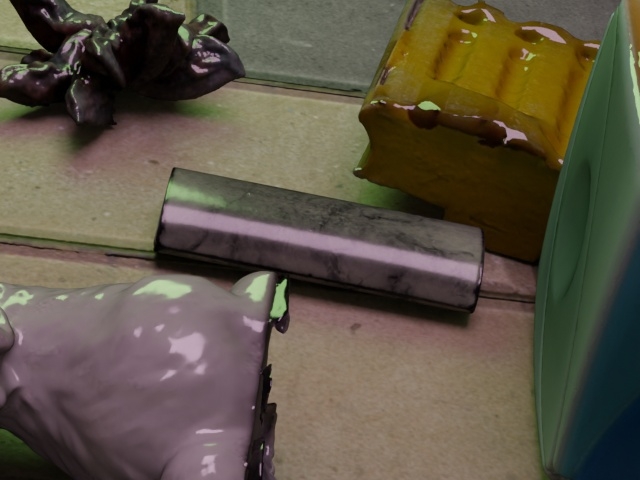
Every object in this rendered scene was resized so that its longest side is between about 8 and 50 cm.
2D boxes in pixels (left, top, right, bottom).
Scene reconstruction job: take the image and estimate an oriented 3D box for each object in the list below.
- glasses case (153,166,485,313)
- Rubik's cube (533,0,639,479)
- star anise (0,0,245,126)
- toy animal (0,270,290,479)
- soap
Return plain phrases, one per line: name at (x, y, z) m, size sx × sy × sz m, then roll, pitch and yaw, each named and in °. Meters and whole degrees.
glasses case at (0.000, 0.000, 1.842) m, size 0.299 × 0.060 × 0.114 m, roll 11°, pitch 32°, yaw -2°
Rubik's cube at (0.379, 0.024, 1.678) m, size 0.352 × 0.352 × 0.347 m, roll 8°, pitch 35°, yaw -2°
star anise at (-0.201, -0.192, 2.009) m, size 0.282 × 0.129 × 0.212 m, roll -8°, pitch 23°, yaw -33°
toy animal at (-0.202, 0.106, 1.520) m, size 0.357 × 0.194 × 0.258 m, roll 7°, pitch 12°, yaw 2°
soap at (0.176, -0.123, 2.003) m, size 0.259 × 0.143 × 0.281 m, roll 20°, pitch 36°, yaw 3°
